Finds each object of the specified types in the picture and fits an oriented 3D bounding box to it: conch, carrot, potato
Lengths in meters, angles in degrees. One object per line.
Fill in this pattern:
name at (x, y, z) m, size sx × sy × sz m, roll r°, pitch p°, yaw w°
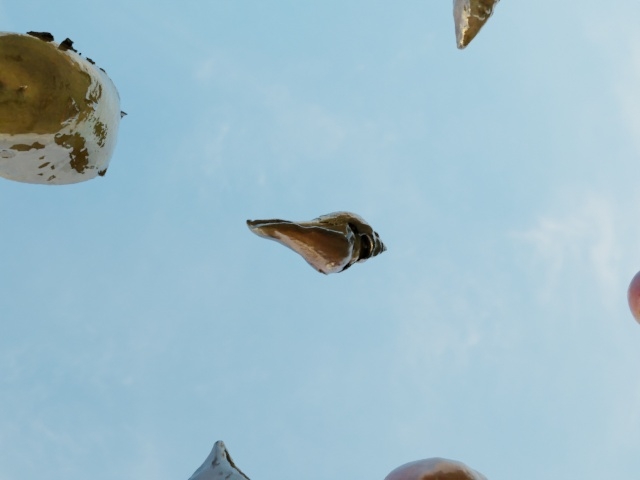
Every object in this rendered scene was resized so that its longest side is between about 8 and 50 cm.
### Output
conch at (0.002, 0.005, 1.281) m, size 0.232 × 0.086 × 0.080 m, roll -12°, pitch -65°, yaw -51°
carrot at (0.227, -0.395, 1.346) m, size 0.102 × 0.102 × 0.263 m, roll 9°, pitch -82°, yaw -36°
potato at (-0.283, -0.128, 0.953) m, size 0.243 × 0.138 × 0.098 m, roll 4°, pitch -122°, yaw -35°

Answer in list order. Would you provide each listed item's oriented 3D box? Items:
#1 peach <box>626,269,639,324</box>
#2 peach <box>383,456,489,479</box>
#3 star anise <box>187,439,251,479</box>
peach at (0.452, 0.077, 1.282) m, size 0.100 × 0.100 × 0.101 m, roll 11°, pitch -109°, yaw -36°
peach at (0.172, 0.446, 1.420) m, size 0.214 × 0.214 × 0.236 m, roll 35°, pitch -135°, yaw -26°
star anise at (-0.020, 0.259, 0.558) m, size 0.257 × 0.110 × 0.198 m, roll 51°, pitch -156°, yaw 0°
